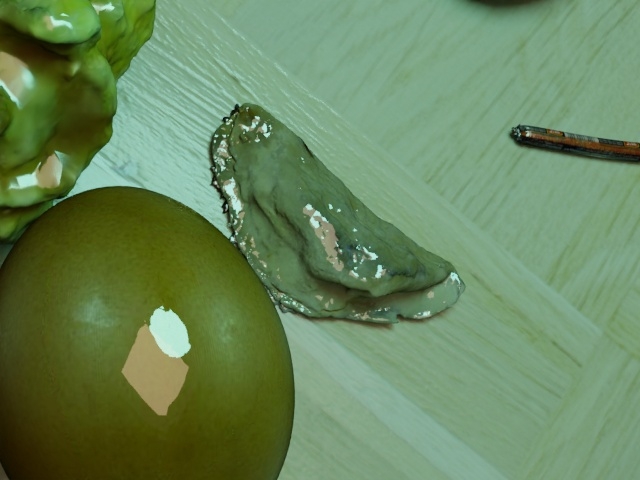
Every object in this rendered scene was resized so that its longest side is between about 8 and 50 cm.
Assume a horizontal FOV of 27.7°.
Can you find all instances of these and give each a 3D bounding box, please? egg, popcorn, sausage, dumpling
[{"bbox_3d":[-0.168,0.122,1.197,0.283,0.282,0.351,-9,80,-20],"label":"egg"},{"bbox_3d":[-0.322,-0.157,1.228,0.279,0.274,0.335,18,103,3],"label":"popcorn"},{"bbox_3d":[0.319,-0.116,1.562,0.198,0.025,0.028,7,46,-18],"label":"sausage"},{"bbox_3d":[0.003,-0.003,1.409,0.332,0.086,0.166,37,68,-4],"label":"dumpling"}]
